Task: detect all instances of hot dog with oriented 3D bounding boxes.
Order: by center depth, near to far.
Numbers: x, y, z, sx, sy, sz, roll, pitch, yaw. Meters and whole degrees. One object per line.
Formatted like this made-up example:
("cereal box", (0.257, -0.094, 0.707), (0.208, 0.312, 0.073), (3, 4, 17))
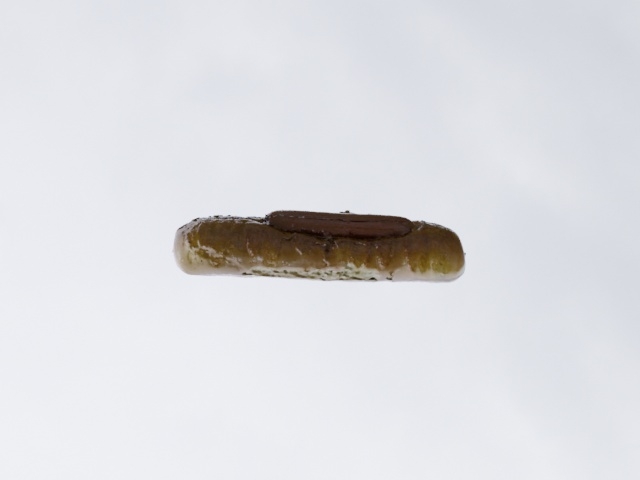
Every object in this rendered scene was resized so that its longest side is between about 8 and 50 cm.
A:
("hot dog", (0.000, 0.000, 0.806), (0.215, 0.047, 0.066), (3, -158, 1))
